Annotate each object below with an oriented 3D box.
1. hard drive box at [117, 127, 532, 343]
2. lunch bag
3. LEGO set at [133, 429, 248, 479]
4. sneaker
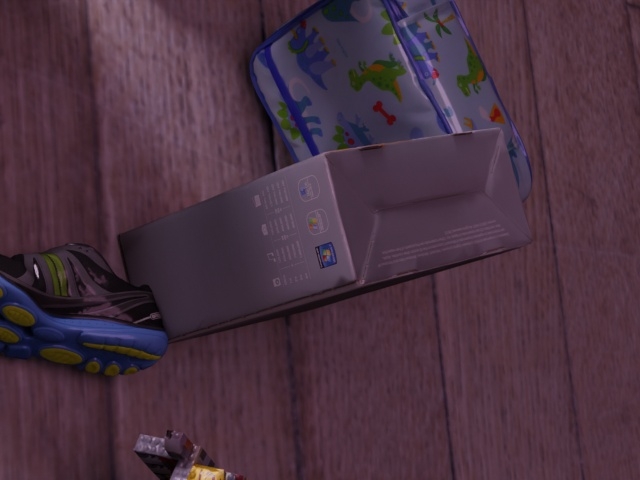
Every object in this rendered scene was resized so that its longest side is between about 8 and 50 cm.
[{"bbox_3d":[0.000,0.000,1.072,0.181,0.232,0.089,-11,84,-44],"label":"hard drive box"},{"bbox_3d":[0.051,-0.091,1.187,0.090,0.176,0.219,-30,95,-45],"label":"lunch bag"},{"bbox_3d":[-0.051,0.268,0.926,0.331,0.255,0.192,-59,145,-24],"label":"LEGO set"},{"bbox_3d":[-0.188,0.036,1.017,0.188,0.067,0.078,20,43,-35],"label":"sneaker"}]
